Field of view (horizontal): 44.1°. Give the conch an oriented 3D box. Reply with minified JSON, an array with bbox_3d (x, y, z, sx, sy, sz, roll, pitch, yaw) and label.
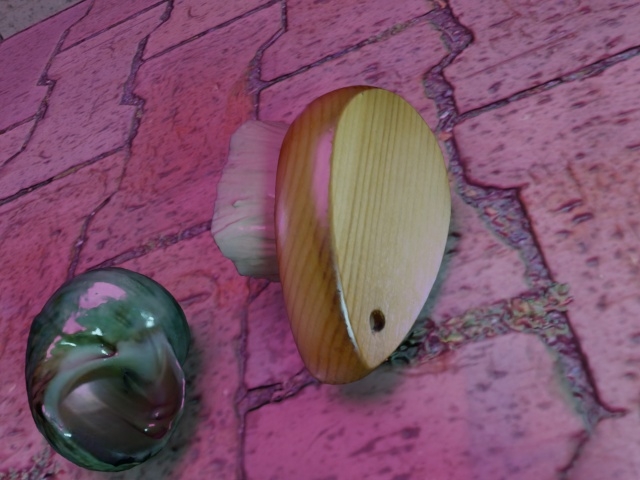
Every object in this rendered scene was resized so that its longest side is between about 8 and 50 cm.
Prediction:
[{"bbox_3d":[-0.187,0.113,0.716,0.176,0.122,0.188,15,55,20],"label":"conch"}]

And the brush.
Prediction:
[{"bbox_3d":[0.000,0.000,0.695,0.166,0.174,0.267,-16,53,40],"label":"brush"}]
